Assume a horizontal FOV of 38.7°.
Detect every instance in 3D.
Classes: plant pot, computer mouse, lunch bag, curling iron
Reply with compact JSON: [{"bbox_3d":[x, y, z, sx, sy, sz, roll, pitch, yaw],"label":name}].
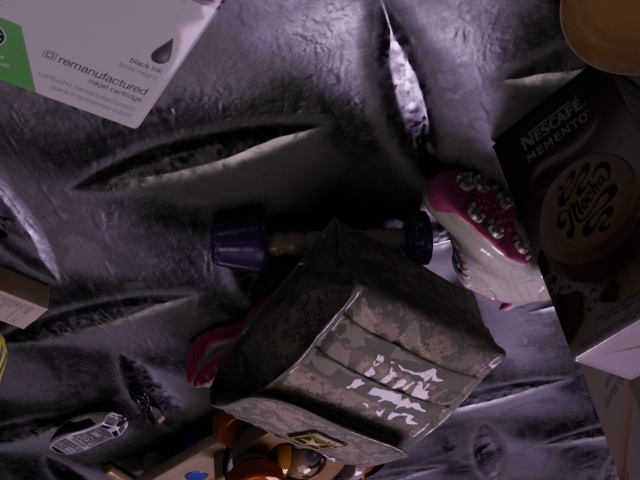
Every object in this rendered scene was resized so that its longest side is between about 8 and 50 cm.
[{"bbox_3d":[0.353,-0.265,0.913,0.236,0.032,0.236,-5,142,-4],"label":"plant pot"},{"bbox_3d":[-0.353,0.292,1.474,0.193,0.042,0.106,-21,145,6],"label":"computer mouse"},{"bbox_3d":[0.033,0.155,1.111,0.235,0.169,0.287,28,114,-26],"label":"lunch bag"},{"bbox_3d":[0.033,0.056,1.255,0.274,0.035,0.068,13,123,-21],"label":"curling iron"}]

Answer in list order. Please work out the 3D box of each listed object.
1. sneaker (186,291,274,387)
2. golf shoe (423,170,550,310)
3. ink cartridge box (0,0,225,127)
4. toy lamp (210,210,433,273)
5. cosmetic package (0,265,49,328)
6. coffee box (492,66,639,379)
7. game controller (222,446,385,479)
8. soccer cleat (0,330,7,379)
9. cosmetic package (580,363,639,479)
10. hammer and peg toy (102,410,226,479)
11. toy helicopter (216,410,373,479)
[{"bbox_3d":[-0.069,0.153,1.314,0.252,0.103,0.111,-24,144,28],"label":"sneaker"},{"bbox_3d":[0.215,0.016,1.180,0.140,0.115,0.306,-31,135,31],"label":"golf shoe"},{"bbox_3d":[-0.182,-0.256,0.750,0.211,0.121,0.289,18,134,-30],"label":"ink cartridge box"},{"bbox_3d":[0.000,0.000,1.146,0.275,0.080,0.080,-3,141,-11],"label":"toy lamp"},{"bbox_3d":[-0.416,0.067,1.177,0.060,0.041,0.115,-34,136,27],"label":"cosmetic package"},{"bbox_3d":[0.323,-0.024,0.996,0.119,0.297,0.168,21,132,-36],"label":"coffee box"},{"bbox_3d":[-0.007,0.322,1.490,0.319,0.067,0.166,6,103,-31],"label":"game controller"},{"bbox_3d":[-0.493,0.213,1.281,0.093,0.121,0.289,5,140,-16],"label":"soccer cleat"},{"bbox_3d":[0.457,0.197,1.288,0.113,0.309,0.160,-5,141,-3],"label":"cosmetic package"},{"bbox_3d":[-0.208,0.448,1.623,0.361,0.127,0.266,-33,135,28],"label":"hammer and peg toy"},{"bbox_3d":[0.035,0.273,1.311,0.355,0.140,0.235,-39,127,17],"label":"toy helicopter"}]
